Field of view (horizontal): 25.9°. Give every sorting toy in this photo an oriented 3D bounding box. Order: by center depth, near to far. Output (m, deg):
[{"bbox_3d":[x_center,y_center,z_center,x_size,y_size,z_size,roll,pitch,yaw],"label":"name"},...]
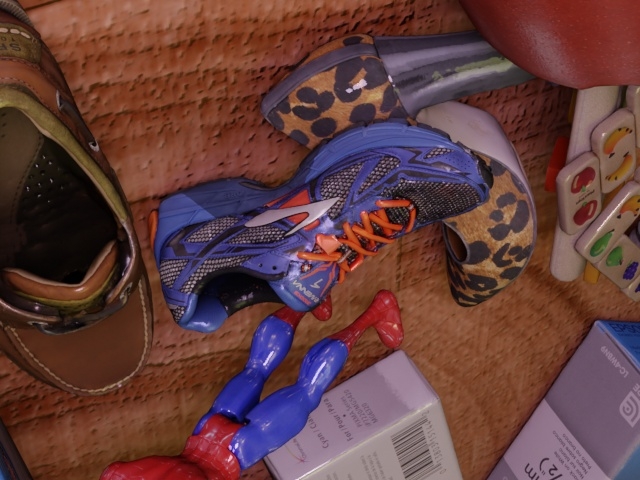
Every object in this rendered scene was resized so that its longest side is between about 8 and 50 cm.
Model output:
[{"bbox_3d":[0.184,-0.097,0.918,0.348,0.047,0.196,90,23,-44],"label":"sorting toy"}]

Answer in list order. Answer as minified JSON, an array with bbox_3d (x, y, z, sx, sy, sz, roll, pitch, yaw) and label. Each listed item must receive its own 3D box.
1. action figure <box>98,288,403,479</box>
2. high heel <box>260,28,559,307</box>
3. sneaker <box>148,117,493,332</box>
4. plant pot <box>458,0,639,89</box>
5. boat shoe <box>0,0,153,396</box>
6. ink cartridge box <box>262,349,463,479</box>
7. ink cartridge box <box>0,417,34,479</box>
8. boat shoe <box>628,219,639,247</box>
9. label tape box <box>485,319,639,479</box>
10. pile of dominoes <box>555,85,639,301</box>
[{"bbox_3d":[-0.049,0.150,0.894,0.280,0.091,0.139,-41,138,-42],"label":"action figure"},{"bbox_3d":[0.048,-0.033,0.907,0.186,0.093,0.261,-10,139,-13],"label":"high heel"},{"bbox_3d":[0.000,0.000,0.815,0.221,0.087,0.083,-20,143,24],"label":"sneaker"},{"bbox_3d":[0.130,-0.218,0.650,0.272,0.272,0.265,-39,149,1],"label":"plant pot"},{"bbox_3d":[-0.153,0.007,0.757,0.110,0.104,0.307,-30,141,-10],"label":"boat shoe"},{"bbox_3d":[-0.002,0.253,1.148,0.261,0.066,0.296,-30,140,-9],"label":"ink cartridge box"},{"bbox_3d":[-0.217,0.171,0.775,0.129,0.223,0.307,-27,140,-13],"label":"ink cartridge box"},{"bbox_3d":[0.408,-0.004,1.167,0.335,0.121,0.119,-2,134,-34],"label":"boat shoe"},{"bbox_3d":[0.277,0.239,1.318,0.249,0.115,0.348,5,128,-40],"label":"label tape box"},{"bbox_3d":[0.257,-0.073,0.871,0.251,0.040,0.196,-51,144,7],"label":"pile of dominoes"}]
